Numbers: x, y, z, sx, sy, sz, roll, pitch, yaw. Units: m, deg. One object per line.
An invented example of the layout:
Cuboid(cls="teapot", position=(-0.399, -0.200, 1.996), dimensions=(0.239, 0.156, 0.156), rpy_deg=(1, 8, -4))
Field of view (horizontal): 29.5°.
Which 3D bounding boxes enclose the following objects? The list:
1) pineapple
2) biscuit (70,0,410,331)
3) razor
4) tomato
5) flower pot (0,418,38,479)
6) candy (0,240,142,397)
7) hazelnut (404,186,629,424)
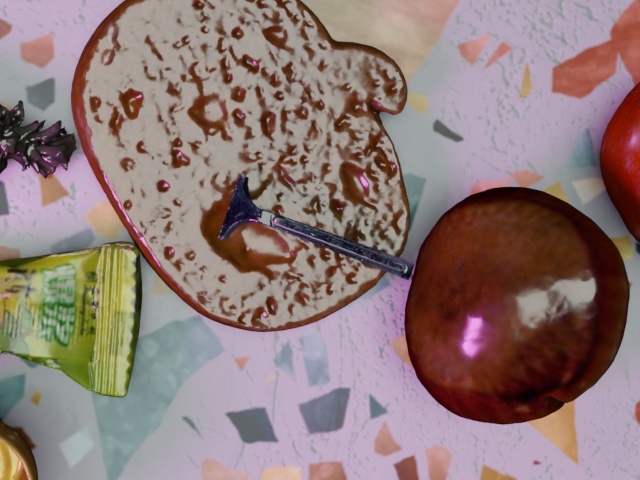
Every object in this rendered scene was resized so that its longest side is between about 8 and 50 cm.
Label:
Cuboid(cls="pineapple", position=(-0.331, -0.092, 1.153), dimensions=(0.197, 0.108, 0.108), rpy_deg=(4, 91, -15))
Cuboid(cls="biscuit", position=(-0.060, -0.098, 1.200), dimensions=(0.314, 0.063, 0.367), rpy_deg=(-32, 96, -9))
Cuboid(cls="razor", position=(0.001, 0.000, 1.167), dimensions=(0.190, 0.033, 0.066), rpy_deg=(21, 89, -11))
Cuboid(cls="tomato", position=(0.381, -0.061, 1.177), dimensions=(0.232, 0.232, 0.188), rpy_deg=(42, 104, -6))
Cuboid(cls="flower pot", position=(-0.348, 0.229, 1.116), dimensions=(0.195, 0.179, 0.195), rpy_deg=(0, 90, -6))
Cuboid(cls="candy", position=(-0.298, 0.071, 1.165), dimensions=(0.246, 0.069, 0.149), rpy_deg=(2, 89, 10))
Cuboid(cls="hazelnut", position=(0.189, 0.069, 1.167), dimensions=(0.229, 0.229, 0.229), rpy_deg=(0, 92, -7))
